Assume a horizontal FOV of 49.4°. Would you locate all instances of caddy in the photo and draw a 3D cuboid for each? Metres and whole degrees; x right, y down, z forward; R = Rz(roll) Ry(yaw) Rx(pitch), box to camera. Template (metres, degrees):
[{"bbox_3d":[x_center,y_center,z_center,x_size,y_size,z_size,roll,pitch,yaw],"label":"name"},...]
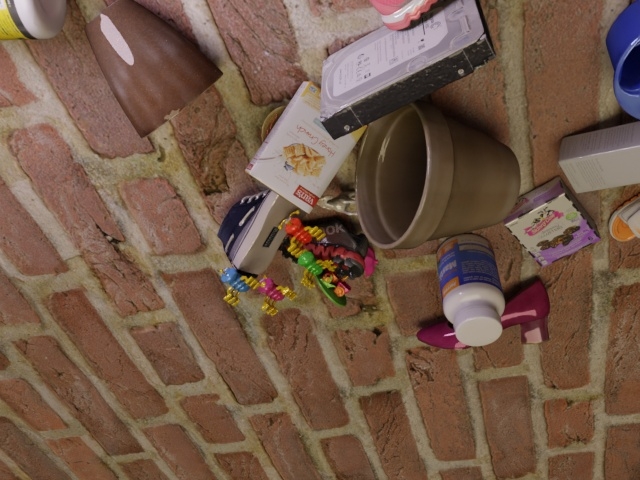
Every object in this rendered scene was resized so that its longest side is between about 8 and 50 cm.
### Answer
[{"bbox_3d":[0.723,-0.376,1.332,0.341,0.179,0.241,-35,124,30],"label":"caddy"}]

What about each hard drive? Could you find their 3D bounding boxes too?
[{"bbox_3d":[0.156,-0.349,1.342,0.339,0.236,0.064,-22,129,23],"label":"hard drive"}]

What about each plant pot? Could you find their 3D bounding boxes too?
[{"bbox_3d":[0.267,-0.137,1.525,0.281,0.323,0.323,3,136,-24],"label":"plant pot"},{"bbox_3d":[-0.350,-0.361,1.395,0.215,0.215,0.230,-29,111,26],"label":"plant pot"}]

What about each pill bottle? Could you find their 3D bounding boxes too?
[{"bbox_3d":[-0.667,-0.468,1.296,0.334,0.187,0.187,0,133,3],"label":"pill bottle"},{"bbox_3d":[0.379,0.126,1.756,0.153,0.272,0.152,1,133,1],"label":"pill bottle"}]

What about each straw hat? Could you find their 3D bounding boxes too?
[{"bbox_3d":[-0.077,-0.238,1.571,0.144,0.144,0.061,35,170,-27],"label":"straw hat"}]

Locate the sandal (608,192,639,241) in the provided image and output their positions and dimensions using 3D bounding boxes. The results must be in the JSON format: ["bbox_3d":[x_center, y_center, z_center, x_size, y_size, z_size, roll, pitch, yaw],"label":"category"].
[{"bbox_3d":[0.811,-0.076,1.681,0.102,0.076,0.265,24,130,-19],"label":"sandal"}]

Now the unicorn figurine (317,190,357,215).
[{"bbox_3d":[0.056,-0.093,1.654,0.111,0.162,0.060,7,96,17],"label":"unicorn figurine"}]

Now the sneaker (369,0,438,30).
[{"bbox_3d":[0.207,-0.519,1.261,0.314,0.115,0.136,-34,122,30],"label":"sneaker"}]

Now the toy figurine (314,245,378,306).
[{"bbox_3d":[0.069,0.063,1.844,0.159,0.130,0.173,-39,97,17],"label":"toy figurine"}]

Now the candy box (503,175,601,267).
[{"bbox_3d":[0.569,-0.042,1.727,0.165,0.070,0.196,-31,126,28],"label":"candy box"}]

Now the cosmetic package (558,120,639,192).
[{"bbox_3d":[0.656,-0.185,1.527,0.231,0.085,0.117,-9,137,39],"label":"cosmetic package"}]

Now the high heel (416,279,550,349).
[{"bbox_3d":[0.452,0.205,1.973,0.378,0.127,0.181,-7,104,14],"label":"high heel"}]

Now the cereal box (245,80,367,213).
[{"bbox_3d":[-0.030,-0.202,1.530,0.173,0.047,0.240,33,90,-27],"label":"cereal box"}]

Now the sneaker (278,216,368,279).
[{"bbox_3d":[0.000,0.000,1.777,0.276,0.135,0.097,16,149,19],"label":"sneaker"}]

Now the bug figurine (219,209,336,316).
[{"bbox_3d":[-0.099,0.063,1.659,0.279,0.072,0.216,-37,135,5],"label":"bug figurine"}]

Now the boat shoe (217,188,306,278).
[{"bbox_3d":[-0.133,-0.083,1.679,0.127,0.158,0.340,19,114,-47],"label":"boat shoe"}]
